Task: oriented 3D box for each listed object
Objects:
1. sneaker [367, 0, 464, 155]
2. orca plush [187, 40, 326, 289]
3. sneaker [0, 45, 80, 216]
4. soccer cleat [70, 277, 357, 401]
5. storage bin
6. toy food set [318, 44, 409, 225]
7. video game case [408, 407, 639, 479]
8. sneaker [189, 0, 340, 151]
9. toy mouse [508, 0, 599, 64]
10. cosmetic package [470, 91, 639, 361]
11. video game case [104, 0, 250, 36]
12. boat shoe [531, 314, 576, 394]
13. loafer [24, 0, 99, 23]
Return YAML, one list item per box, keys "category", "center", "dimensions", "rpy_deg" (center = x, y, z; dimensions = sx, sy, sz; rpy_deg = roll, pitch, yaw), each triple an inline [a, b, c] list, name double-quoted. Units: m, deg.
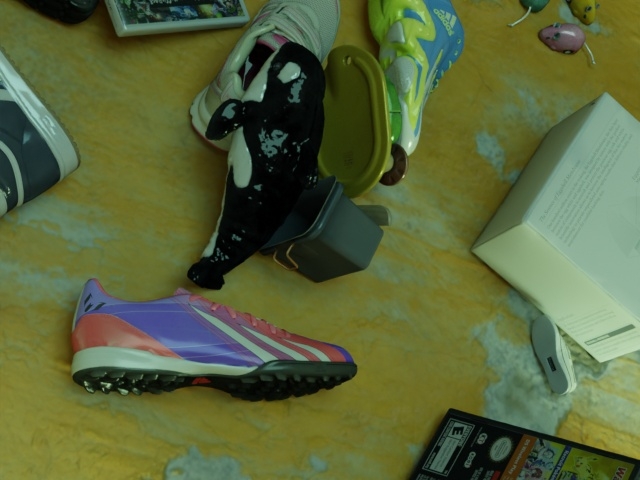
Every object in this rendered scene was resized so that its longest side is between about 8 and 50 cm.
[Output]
- category: "sneaker"
  center: [0.127, -0.212, 1.796]
  dimensions: [0.126, 0.091, 0.240]
  rpy_deg: [6, 78, -31]
- category: "orca plush"
  center: [-0.055, -0.073, 1.595]
  dimensions: [0.151, 0.102, 0.287]
  rpy_deg: [42, 76, -40]
- category: "sneaker"
  center: [-0.394, -0.144, 1.535]
  dimensions: [0.282, 0.099, 0.153]
  rpy_deg: [50, 60, -6]
- category: "soccer cleat"
  center: [-0.109, 0.106, 1.584]
  dimensions: [0.318, 0.108, 0.116]
  rpy_deg: [4, 68, -20]
- category: "storage bin"
  center: [0.000, 0.000, 1.653]
  dimensions: [0.091, 0.135, 0.098]
  rpy_deg: [37, 62, -20]
- category: "toy food set"
  center: [0.051, -0.116, 1.722]
  dimensions: [0.071, 0.128, 0.218]
  rpy_deg: [3, 81, -47]
- category: "video game case"
  center: [0.187, 0.325, 1.585]
  dimensions: [0.275, 0.248, 0.035]
  rpy_deg: [-57, 139, -27]
- category: "sneaker"
  center: [-0.045, -0.215, 1.706]
  dimensions: [0.103, 0.111, 0.252]
  rpy_deg: [37, 63, -10]
- category: "toy mouse"
  center: [0.310, -0.302, 1.937]
  dimensions: [0.143, 0.031, 0.161]
  rpy_deg: [-14, 80, -27]
- category: "cosmetic package"
  center: [0.345, -0.014, 1.802]
  dimensions: [0.224, 0.138, 0.224]
  rpy_deg: [41, 62, -9]
- category: "video game case"
  center: [-0.184, -0.322, 1.700]
  dimensions: [0.190, 0.022, 0.173]
  rpy_deg: [-13, 79, -44]
- category: "boat shoe"
  center: [0.287, 0.138, 1.792]
  dimensions: [0.035, 0.035, 0.100]
  rpy_deg: [-1, 68, -53]
- category: "loafer"
  center: [-0.344, -0.320, 1.630]
  dimensions: [0.223, 0.076, 0.078]
  rpy_deg: [26, 60, -20]
